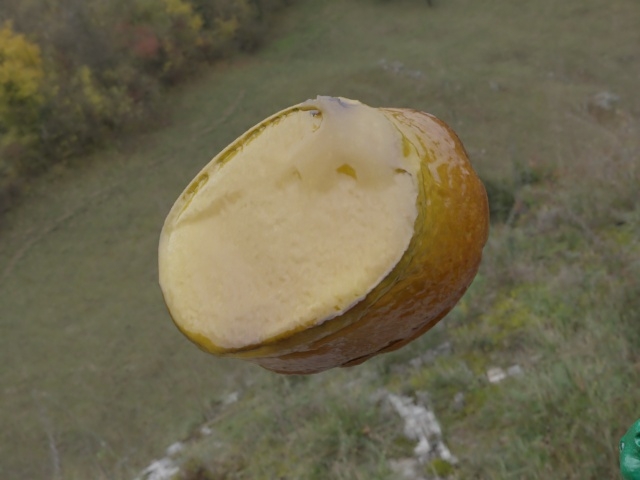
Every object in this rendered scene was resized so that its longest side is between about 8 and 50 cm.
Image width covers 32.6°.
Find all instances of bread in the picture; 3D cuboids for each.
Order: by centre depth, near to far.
[{"bbox_3d":[0.000,0.000,0.854,0.269,0.195,0.142,-28,-22,28],"label":"bread"}]

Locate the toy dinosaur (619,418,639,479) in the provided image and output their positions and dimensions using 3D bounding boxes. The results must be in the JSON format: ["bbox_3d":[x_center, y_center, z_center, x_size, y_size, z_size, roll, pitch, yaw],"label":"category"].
[{"bbox_3d":[0.188,0.165,0.613,0.059,0.132,0.096,-4,38,0],"label":"toy dinosaur"}]
